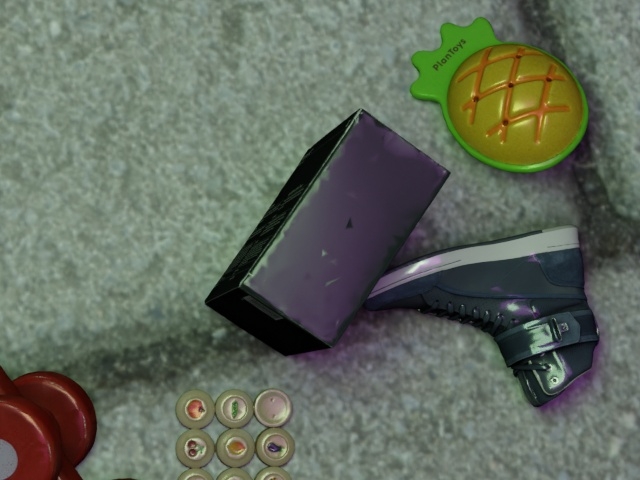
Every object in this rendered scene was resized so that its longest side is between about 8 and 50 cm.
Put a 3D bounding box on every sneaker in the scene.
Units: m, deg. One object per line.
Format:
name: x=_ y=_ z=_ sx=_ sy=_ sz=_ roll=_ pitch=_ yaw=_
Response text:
sneaker: x=0.155 y=0.084 z=1.792 sx=0.226 sy=0.086 sz=0.163 roll=-11 pitch=84 yaw=-12

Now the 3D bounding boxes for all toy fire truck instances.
toy fire truck: x=-0.287 y=0.266 z=1.674 sx=0.254 sy=0.169 sz=0.302 roll=-37 pitch=91 yaw=8

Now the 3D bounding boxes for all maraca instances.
maraca: x=0.170 y=-0.139 z=1.812 sx=0.185 sy=0.099 sz=0.127 roll=40 pitch=77 yaw=22

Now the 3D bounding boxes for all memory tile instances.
memory tile: x=-0.080 y=0.212 z=1.778 sx=0.113 sy=0.012 sz=0.148 roll=1 pitch=85 yaw=-10

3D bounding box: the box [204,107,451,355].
box: x=0.000 y=0.000 z=1.683 sx=0.103 sy=0.261 sz=0.184 roll=33 pitch=81 yaw=-6
